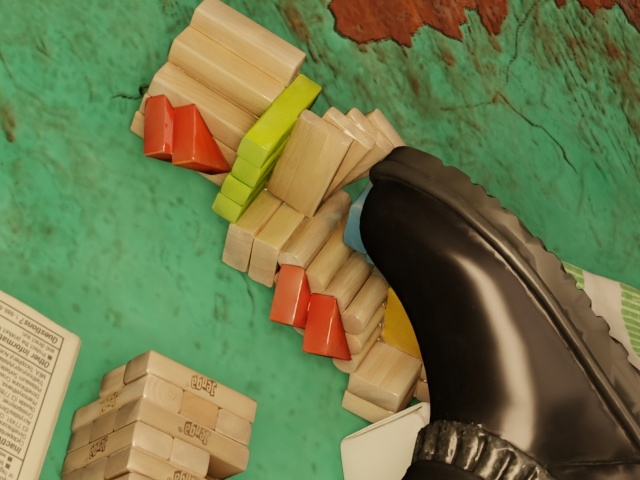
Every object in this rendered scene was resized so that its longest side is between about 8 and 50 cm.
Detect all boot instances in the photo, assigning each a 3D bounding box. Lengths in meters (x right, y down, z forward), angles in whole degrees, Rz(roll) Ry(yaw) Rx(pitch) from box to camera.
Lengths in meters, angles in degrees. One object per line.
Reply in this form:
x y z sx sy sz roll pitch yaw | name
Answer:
0.075 0.134 1.289 0.260 0.131 0.348 -37 82 -14 | boot

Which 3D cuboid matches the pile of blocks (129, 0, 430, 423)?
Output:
0.000 0.000 1.408 0.362 0.149 0.112 49 46 -13 | pile of blocks

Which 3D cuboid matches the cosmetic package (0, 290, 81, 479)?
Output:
-0.263 0.161 1.116 0.153 0.129 0.296 35 50 -26 | cosmetic package

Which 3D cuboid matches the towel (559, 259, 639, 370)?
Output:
0.246 0.102 1.555 0.325 0.038 0.248 24 28 -40 | towel

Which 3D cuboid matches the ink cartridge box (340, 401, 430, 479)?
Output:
0.139 0.222 1.458 0.237 0.100 0.172 10 64 -39 | ink cartridge box

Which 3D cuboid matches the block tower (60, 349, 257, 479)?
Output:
-0.121 0.244 1.228 0.097 0.091 0.335 28 55 -28 | block tower
